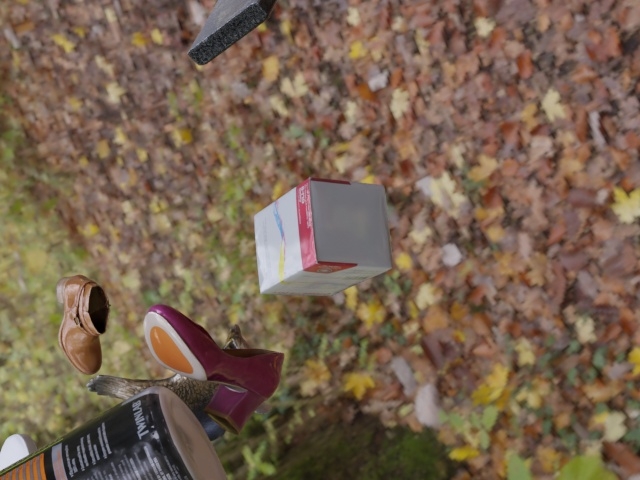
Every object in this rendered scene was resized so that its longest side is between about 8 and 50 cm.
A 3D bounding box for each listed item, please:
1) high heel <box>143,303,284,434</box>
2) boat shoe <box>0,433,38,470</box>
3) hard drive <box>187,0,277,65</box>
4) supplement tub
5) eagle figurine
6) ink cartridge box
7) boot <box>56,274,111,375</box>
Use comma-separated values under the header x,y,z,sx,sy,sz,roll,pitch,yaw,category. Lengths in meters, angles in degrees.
x,y,z,sx,sy,sz,roll,pitch,yaw,category
-0.112,0.116,1.265,0.082,0.117,0.244,13,149,37,high heel
-0.476,0.480,1.935,0.108,0.102,0.301,-26,74,35,boat shoe
-0.069,-0.227,1.059,0.094,0.135,0.022,-29,118,35,hard drive
-0.267,0.315,1.254,0.193,0.316,0.193,61,-179,-2,supplement tub
-0.247,0.267,2.005,0.225,0.298,0.226,53,171,18,eagle figurine
0.000,0.000,1.609,0.176,0.128,0.127,-30,62,55,ink cartridge box
-0.413,0.159,2.006,0.152,0.073,0.197,5,113,56,boot
